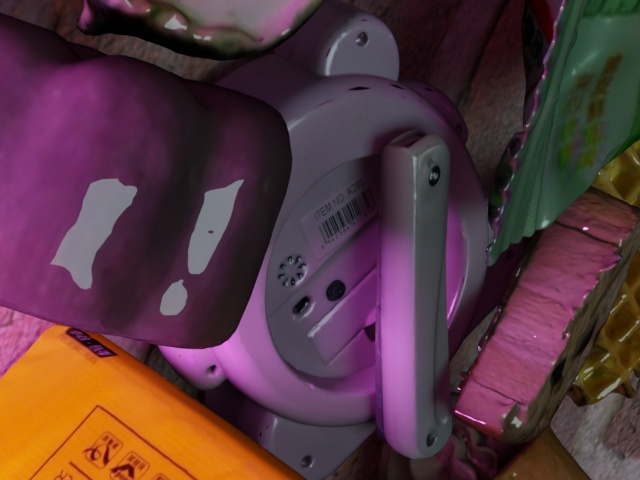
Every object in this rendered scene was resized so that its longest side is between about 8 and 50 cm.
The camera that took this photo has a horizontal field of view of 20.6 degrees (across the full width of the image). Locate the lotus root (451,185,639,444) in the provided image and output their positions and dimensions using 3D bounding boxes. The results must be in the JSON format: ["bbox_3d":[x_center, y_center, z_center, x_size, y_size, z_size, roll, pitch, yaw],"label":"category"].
[{"bbox_3d":[0.181,0.073,1.414,0.260,0.074,0.170,-59,163,-25],"label":"lotus root"}]

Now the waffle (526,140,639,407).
[{"bbox_3d":[0.258,0.032,1.599,0.309,0.065,0.283,-5,115,-37],"label":"waffle"}]

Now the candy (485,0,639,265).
[{"bbox_3d":[0.229,-0.168,1.348,0.398,0.172,0.262,-48,144,-54],"label":"candy"}]

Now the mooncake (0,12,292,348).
[{"bbox_3d":[-0.167,-0.050,1.042,0.306,0.306,0.154,17,95,-44],"label":"mooncake"}]

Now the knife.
[{"bbox_3d":[0.073,0.042,1.306,0.073,0.041,0.265,-28,126,-40],"label":"knife"}]

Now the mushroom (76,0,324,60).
[{"bbox_3d":[-0.054,-0.275,1.083,0.247,0.130,0.344,17,91,-37],"label":"mushroom"}]

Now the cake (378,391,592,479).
[{"bbox_3d":[0.126,0.215,1.530,0.185,0.178,0.208,-37,169,7],"label":"cake"}]

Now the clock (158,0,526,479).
[{"bbox_3d":[0.000,0.000,1.328,0.295,0.113,0.322,-44,132,-14],"label":"clock"}]

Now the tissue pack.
[{"bbox_3d":[-0.073,0.266,1.216,0.228,0.382,0.293,-49,135,-14],"label":"tissue pack"}]
